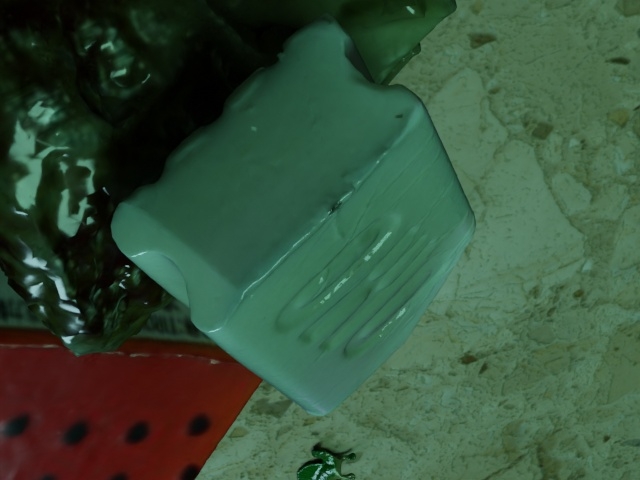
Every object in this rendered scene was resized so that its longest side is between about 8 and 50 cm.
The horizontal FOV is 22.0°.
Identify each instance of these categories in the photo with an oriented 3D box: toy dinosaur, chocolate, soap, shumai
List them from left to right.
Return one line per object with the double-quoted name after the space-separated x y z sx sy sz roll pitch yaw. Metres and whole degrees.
-0.256 0.137 1.417 0.360 0.161 0.341 7 132 -34 "chocolate"
-0.093 -0.141 1.054 0.348 0.395 0.395 -20 141 -6 "shumai"
0.000 0.265 1.819 0.060 0.029 0.120 11 135 -17 "toy dinosaur"
0.000 0.000 0.992 0.173 0.095 0.289 -44 160 -2 "soap"
